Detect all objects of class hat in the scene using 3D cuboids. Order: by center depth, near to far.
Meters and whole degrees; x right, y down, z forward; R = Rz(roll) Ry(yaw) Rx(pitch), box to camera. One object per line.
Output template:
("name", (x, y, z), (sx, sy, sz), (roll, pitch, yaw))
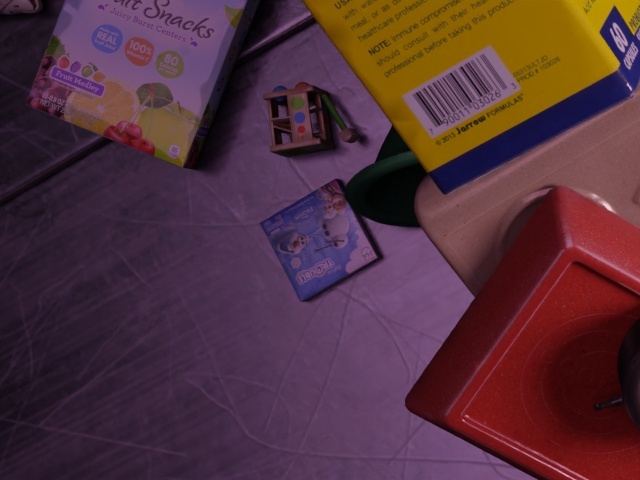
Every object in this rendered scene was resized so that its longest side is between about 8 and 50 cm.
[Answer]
("hat", (0.106, -0.133, 1.579), (0.173, 0.208, 0.184), (3, 69, -18))

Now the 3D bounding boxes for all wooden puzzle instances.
("wooden puzzle", (0.303, 0.003, 1.502), (0.322, 0.080, 0.348), (-32, 109, 17))

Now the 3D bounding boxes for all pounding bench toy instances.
("pounding bench toy", (-0.007, -0.122, 1.664), (0.083, 0.052, 0.065), (-8, 84, 17))

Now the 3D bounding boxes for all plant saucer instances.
("plant saucer", (0.245, 0.118, 1.490), (0.258, 0.048, 0.259), (28, 113, -10))

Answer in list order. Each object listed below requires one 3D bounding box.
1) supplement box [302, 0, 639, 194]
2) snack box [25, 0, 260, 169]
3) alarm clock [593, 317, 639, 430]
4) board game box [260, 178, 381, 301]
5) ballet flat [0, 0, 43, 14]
("supplement box", (0.097, -0.254, 1.359), (0.195, 0.194, 0.356), (-28, 106, 34))
("snack box", (-0.172, -0.197, 1.697), (0.174, 0.070, 0.207), (21, 93, 6))
("alarm clock", (0.325, 0.099, 1.418), (0.129, 0.064, 0.192), (29, 111, -10))
("board game box", (0.000, 0.000, 1.673), (0.090, 0.020, 0.090), (-31, 80, 13))
("ballet flat", (-0.288, -0.263, 1.759), (0.168, 0.057, 0.052), (-27, 89, 14))
